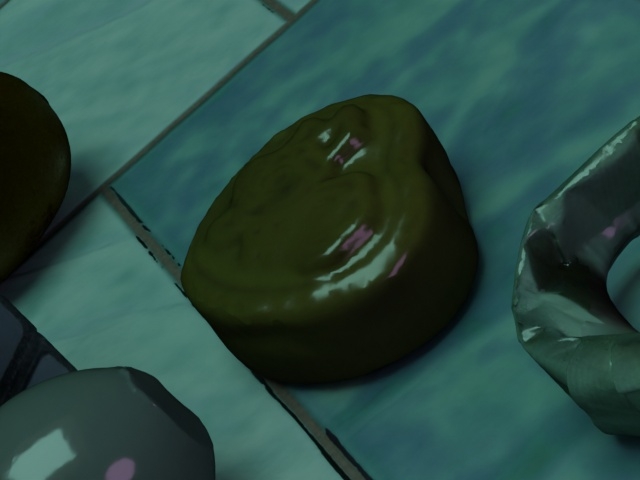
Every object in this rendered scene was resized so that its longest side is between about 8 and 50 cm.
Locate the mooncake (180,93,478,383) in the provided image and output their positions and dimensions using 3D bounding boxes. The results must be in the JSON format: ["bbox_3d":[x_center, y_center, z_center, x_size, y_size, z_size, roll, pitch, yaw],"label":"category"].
[{"bbox_3d":[0.000,0.000,1.446,0.235,0.117,0.235,-22,40,20],"label":"mooncake"}]

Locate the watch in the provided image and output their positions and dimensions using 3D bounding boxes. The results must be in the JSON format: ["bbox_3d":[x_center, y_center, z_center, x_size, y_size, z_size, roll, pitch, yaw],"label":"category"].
[{"bbox_3d":[0.241,0.016,1.182,0.241,0.162,0.253,-47,34,2],"label":"watch"}]

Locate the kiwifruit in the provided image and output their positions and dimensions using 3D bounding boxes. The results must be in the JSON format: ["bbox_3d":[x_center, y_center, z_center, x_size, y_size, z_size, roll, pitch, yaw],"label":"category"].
[{"bbox_3d":[-0.337,-0.054,1.749,0.234,0.196,0.196,-45,35,-16],"label":"kiwifruit"}]

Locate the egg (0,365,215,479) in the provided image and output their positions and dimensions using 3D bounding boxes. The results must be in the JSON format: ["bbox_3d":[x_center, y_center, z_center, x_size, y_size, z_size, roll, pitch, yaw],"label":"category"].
[{"bbox_3d":[-0.182,0.196,1.335,0.232,0.176,0.176,-40,34,5],"label":"egg"}]

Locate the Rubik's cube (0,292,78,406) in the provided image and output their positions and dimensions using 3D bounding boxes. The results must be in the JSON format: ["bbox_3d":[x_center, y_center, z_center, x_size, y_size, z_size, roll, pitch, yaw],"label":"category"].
[{"bbox_3d":[-0.400,0.168,1.463,0.301,0.305,0.304,-8,47,36],"label":"Rubik's cube"}]
